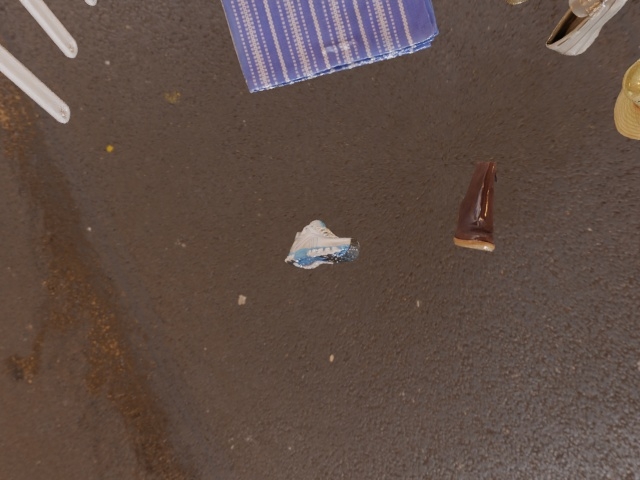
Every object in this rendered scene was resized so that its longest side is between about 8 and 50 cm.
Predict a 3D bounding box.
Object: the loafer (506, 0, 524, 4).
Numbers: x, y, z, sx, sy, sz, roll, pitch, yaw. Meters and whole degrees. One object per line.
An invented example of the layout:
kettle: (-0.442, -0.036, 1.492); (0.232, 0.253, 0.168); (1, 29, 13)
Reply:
loafer: (0.433, -0.519, 0.936); (0.148, 0.050, 0.056); (-39, 53, -19)

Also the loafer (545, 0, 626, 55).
loafer: (0.730, -0.635, 1.221); (0.111, 0.319, 0.112); (3, 62, -3)

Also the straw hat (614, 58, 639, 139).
straw hat: (0.445, -0.214, 0.609); (0.061, 0.144, 0.145); (20, 106, -22)

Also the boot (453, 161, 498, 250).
boot: (0.384, -0.089, 1.102); (0.090, 0.248, 0.207); (11, 102, 7)

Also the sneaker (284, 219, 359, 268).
sneaker: (0.000, 0.000, 0.814); (0.190, 0.071, 0.083); (-10, 65, 53)

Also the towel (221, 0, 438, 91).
towel: (0.008, -0.401, 0.744); (0.335, 0.040, 0.243); (-16, 98, -2)

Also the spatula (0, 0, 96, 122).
spatula: (-0.217, -0.197, 0.304); (0.019, 0.242, 0.168); (5, 78, 2)
